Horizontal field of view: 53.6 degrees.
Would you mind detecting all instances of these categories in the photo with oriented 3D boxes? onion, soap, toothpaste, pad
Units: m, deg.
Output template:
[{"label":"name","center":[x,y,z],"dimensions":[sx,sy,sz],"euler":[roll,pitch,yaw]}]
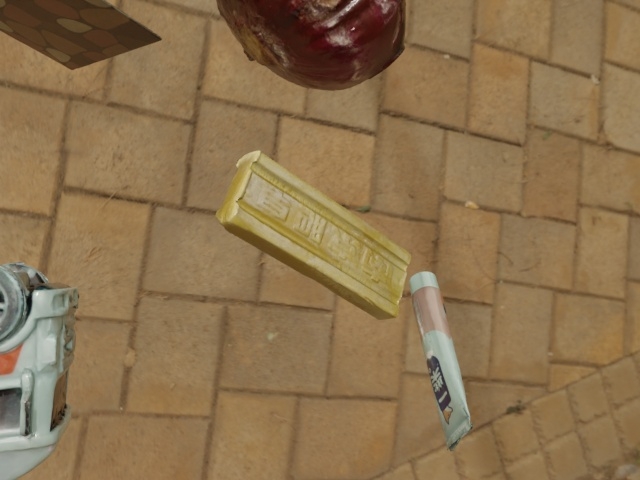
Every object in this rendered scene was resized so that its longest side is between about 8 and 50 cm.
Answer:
[{"label":"onion","center":[0.012,-0.290,0.793],"dimensions":[0.216,0.207,0.206],"euler":[-42,111,-8]},{"label":"soap","center":[0.001,0.000,0.729],"dimensions":[0.252,0.037,0.092],"euler":[32,57,-28]},{"label":"toothpaste","center":[0.131,0.122,0.695],"dimensions":[0.036,0.056,0.205],"euler":[6,46,-12]},{"label":"pad","center":[-0.316,-0.261,0.760],"dimensions":[0.158,0.235,0.003],"euler":[26,73,-44]}]

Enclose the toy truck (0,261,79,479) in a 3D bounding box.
[{"label":"toy truck","center":[-0.317,0.100,0.408],"dimensions":[0.306,0.136,0.162],"euler":[-3,88,-16]}]
